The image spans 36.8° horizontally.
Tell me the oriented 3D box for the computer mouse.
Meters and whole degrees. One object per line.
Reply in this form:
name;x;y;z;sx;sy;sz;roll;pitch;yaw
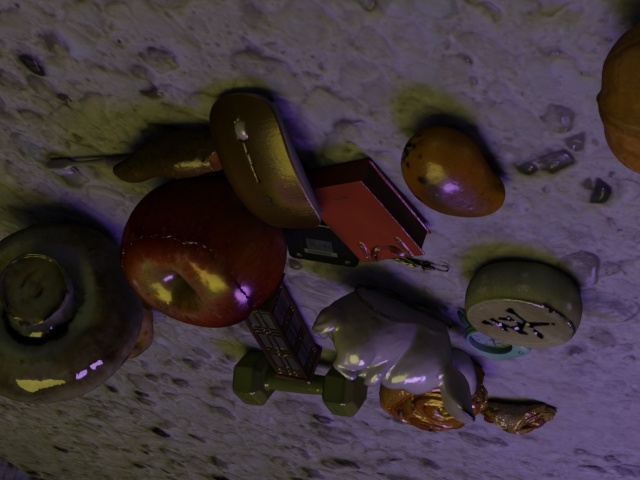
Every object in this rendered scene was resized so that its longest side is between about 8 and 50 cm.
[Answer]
computer mouse;-0.078;-0.105;1.398;0.126;0.056;0.245;3;133;31

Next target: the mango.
mango;0.177;-0.087;1.309;0.115;0.090;0.178;-10;149;29

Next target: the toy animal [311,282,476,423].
toy animal;0.145;0.195;1.701;0.325;0.208;0.154;29;111;1

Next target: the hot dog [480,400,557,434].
hot dog;0.407;0.372;1.997;0.169;0.061;0.078;-3;147;34

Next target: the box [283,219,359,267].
box;0.000;0.000;1.619;0.126;0.027;0.125;10;150;14

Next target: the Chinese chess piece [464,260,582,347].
Chinese chess piece;0.328;0.108;1.563;0.188;0.083;0.188;12;152;6

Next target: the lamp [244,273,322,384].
lamp;-0.082;0.176;1.910;0.089;0.090;0.325;8;149;20

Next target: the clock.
clock;0.305;0.165;1.718;0.135;0.041;0.101;36;147;-27

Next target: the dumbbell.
dumbbell;-0.047;0.311;2.103;0.302;0.108;0.121;1;146;28

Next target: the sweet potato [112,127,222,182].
sweet potato;-0.238;-0.126;1.477;0.243;0.077;0.077;-7;143;29

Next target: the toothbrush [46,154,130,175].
toothbrush;-0.317;-0.126;1.584;0.354;0.024;0.029;0;153;30

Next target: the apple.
apple;-0.191;0.011;1.571;0.272;0.206;0.251;-20;122;45

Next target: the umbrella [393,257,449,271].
umbrella;0.155;0.039;1.612;0.122;0.013;0.022;11;139;14

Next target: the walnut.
walnut;0.399;-0.145;0.986;0.225;0.193;0.193;1;147;34

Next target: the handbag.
handbag;0.070;-0.041;1.477;0.127;0.063;0.190;-8;140;38

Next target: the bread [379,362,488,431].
bread;0.222;0.302;1.922;0.198;0.120;0.236;20;151;-6

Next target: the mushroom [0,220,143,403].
mushroom;-0.502;0.133;1.799;0.352;0.352;0.260;16;162;5

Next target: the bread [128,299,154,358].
bread;-0.460;0.159;2.053;0.244;0.134;0.244;12;152;6
